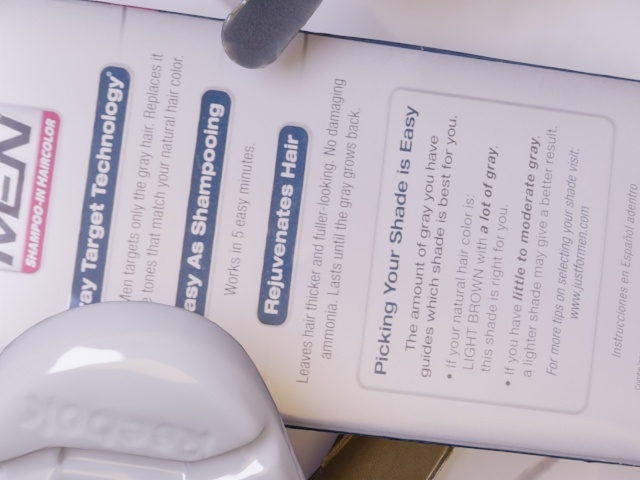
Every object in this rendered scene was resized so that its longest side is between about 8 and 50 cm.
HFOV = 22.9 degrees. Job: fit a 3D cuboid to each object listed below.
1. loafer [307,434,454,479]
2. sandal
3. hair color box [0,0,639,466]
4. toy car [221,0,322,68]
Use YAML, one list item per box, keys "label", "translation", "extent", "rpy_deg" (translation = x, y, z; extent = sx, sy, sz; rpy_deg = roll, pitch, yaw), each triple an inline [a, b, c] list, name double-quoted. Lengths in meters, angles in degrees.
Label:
- label: "loafer"
  translation: [0.020, 0.127, 0.785]
  extent: [0.056, 0.050, 0.148]
  rpy_deg: [40, 94, -10]
- label: "sandal"
  translation: [-0.050, 0.176, 0.720]
  extent: [0.169, 0.102, 0.416]
  rpy_deg: [-2, 129, 1]
- label: "hair color box"
  translation: [0.000, 0.000, 0.721]
  extent: [0.347, 0.105, 0.174]
  rpy_deg: [8, 84, -7]
- label: "toy car"
  translation: [0.009, -0.158, 0.668]
  extent: [0.188, 0.149, 0.155]
  rpy_deg: [-39, 92, -18]
